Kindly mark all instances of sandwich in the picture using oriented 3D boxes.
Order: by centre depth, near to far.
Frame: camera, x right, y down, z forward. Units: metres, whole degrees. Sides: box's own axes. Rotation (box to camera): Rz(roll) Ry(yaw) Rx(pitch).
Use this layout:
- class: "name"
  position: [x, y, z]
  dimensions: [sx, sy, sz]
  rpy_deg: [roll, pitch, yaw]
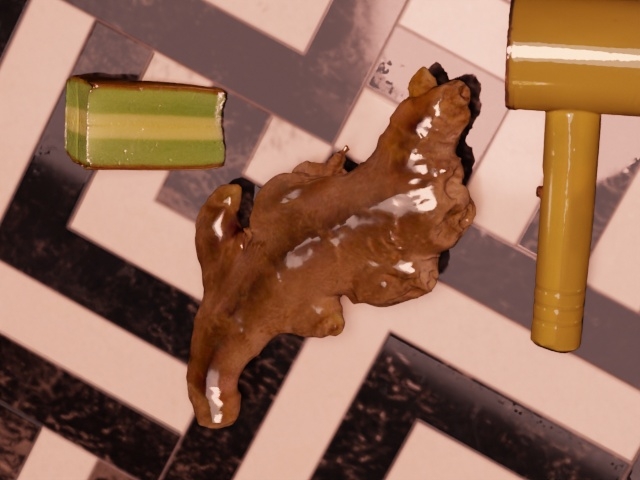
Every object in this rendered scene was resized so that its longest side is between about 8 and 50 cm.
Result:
- class: "sandwich"
  position: [-0.144, -0.097, 1.370]
  dimensions: [0.116, 0.074, 0.074]
  rpy_deg: [0, 99, -22]

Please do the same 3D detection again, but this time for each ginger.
- class: "ginger"
  position: [0.002, -0.001, 1.325]
  dimensions: [0.333, 0.080, 0.166]
  rpy_deg: [-36, 76, 20]

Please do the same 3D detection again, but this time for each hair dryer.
- class: "hair dryer"
  position: [0.204, -0.048, 1.282]
  dimensions: [0.135, 0.090, 0.278]
  rpy_deg: [5, 105, 8]
